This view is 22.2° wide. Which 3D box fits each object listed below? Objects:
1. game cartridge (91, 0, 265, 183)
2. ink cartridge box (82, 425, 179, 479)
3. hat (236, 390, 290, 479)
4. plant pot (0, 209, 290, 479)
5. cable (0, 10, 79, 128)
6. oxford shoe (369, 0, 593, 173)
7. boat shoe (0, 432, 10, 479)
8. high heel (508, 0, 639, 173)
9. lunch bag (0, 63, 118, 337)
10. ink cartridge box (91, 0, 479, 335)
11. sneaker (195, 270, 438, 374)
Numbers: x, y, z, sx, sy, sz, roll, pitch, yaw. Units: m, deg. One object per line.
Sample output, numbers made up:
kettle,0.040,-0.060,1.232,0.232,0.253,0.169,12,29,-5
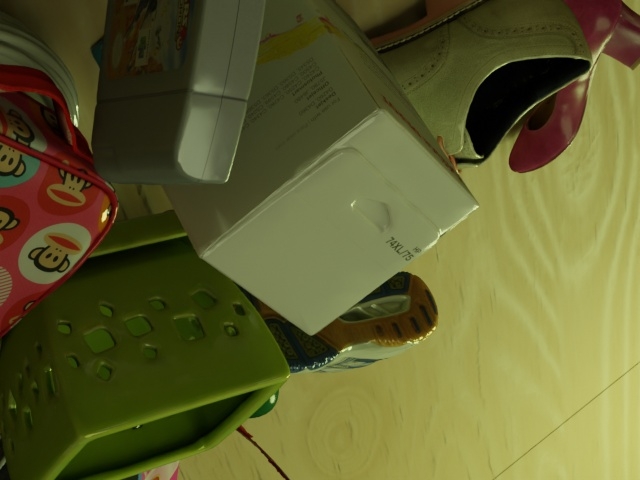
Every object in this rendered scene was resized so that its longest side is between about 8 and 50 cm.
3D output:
game cartridge,-0.103,-0.190,1.227,0.062,0.198,0.297,7,88,-24
ink cartridge box,-0.229,0.279,1.828,0.176,0.069,0.371,-50,165,-36
hat,-0.080,0.183,1.807,0.208,0.183,0.173,13,125,-43
plant pot,-0.195,0.105,1.571,0.228,0.207,0.227,-13,161,-31
cable,-0.332,-0.094,1.391,0.257,0.089,0.257,-11,138,-24
oxford shoe,0.081,-0.117,1.598,0.397,0.146,0.140,-37,146,10
boat shoe,-0.313,0.240,1.779,0.301,0.102,0.108,-43,142,16
high heel,0.243,-0.171,1.734,0.117,0.082,0.244,28,135,-14
lunch bag,-0.309,-0.044,1.288,0.258,0.120,0.293,-43,140,14
ink cartridge box,-0.032,-0.099,1.438,0.197,0.270,0.198,-38,143,10
sneaker,-0.018,0.109,1.781,0.296,0.112,0.131,-1,156,-28
